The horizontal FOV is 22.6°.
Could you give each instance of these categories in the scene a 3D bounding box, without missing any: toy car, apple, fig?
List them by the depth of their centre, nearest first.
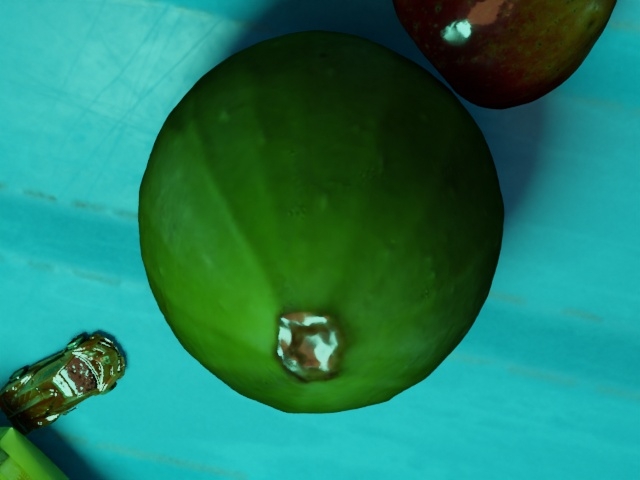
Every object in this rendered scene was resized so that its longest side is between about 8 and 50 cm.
[{"bbox_3d":[0.000,0.000,1.244,0.316,0.316,0.316,2,112,5],"label":"fig"},{"bbox_3d":[0.147,-0.190,1.247,0.158,0.147,0.156,-33,84,16],"label":"apple"},{"bbox_3d":[-0.236,0.132,1.471,0.122,0.035,0.059,-28,103,18],"label":"toy car"}]

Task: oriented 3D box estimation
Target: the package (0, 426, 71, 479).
[{"bbox_3d":[-0.278,0.248,1.478,0.226,0.090,0.168,50,150,-11],"label":"package"}]
